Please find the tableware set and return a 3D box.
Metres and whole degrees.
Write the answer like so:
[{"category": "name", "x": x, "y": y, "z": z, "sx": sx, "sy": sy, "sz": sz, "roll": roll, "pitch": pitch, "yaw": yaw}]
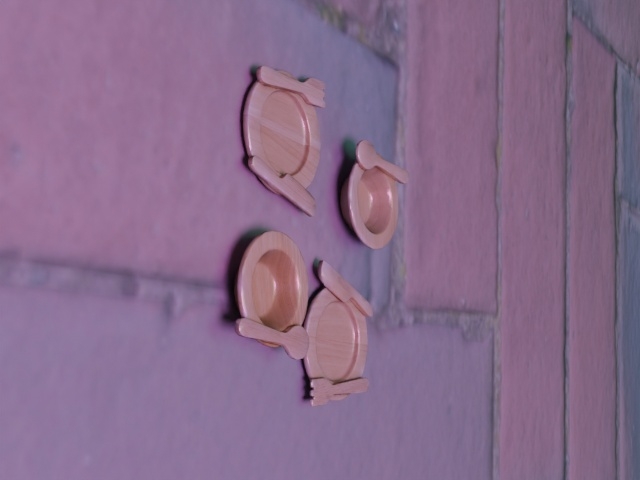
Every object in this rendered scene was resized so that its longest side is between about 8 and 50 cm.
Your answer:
[{"category": "tableware set", "x": 0.000, "y": 0.000, "z": 0.478, "sx": 0.141, "sy": 0.020, "sz": 0.168, "roll": 31, "pitch": 61, "yaw": -52}]
